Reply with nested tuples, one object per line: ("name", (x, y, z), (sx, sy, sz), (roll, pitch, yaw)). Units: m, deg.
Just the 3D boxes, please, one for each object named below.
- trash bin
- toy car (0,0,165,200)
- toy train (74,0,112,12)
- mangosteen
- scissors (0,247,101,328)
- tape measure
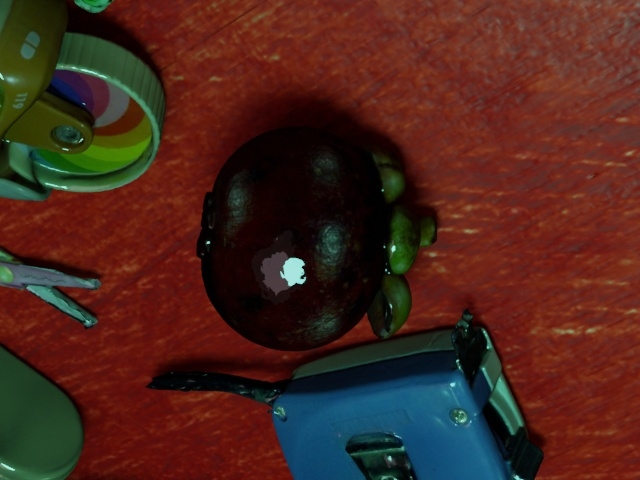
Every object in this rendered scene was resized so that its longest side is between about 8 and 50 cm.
("trash bin", (-0.374, 0.202, 1.915), (0.243, 0.121, 0.247), (35, 132, -2))
("toy car", (-0.240, -0.108, 1.643), (0.235, 0.145, 0.235), (4, 139, 4))
("toy train", (-0.161, -0.290, 1.515), (0.119, 0.085, 0.251), (35, 129, 13))
("mangosteen", (0.000, 0.000, 1.594), (0.200, 0.200, 0.200), (11, 126, 16))
("scissors", (-0.287, 0.028, 1.818), (0.187, 0.020, 0.133), (20, 131, 12))
("tape measure", (0.016, 0.189, 1.753), (0.351, 0.098, 0.215), (-12, 116, 32))
